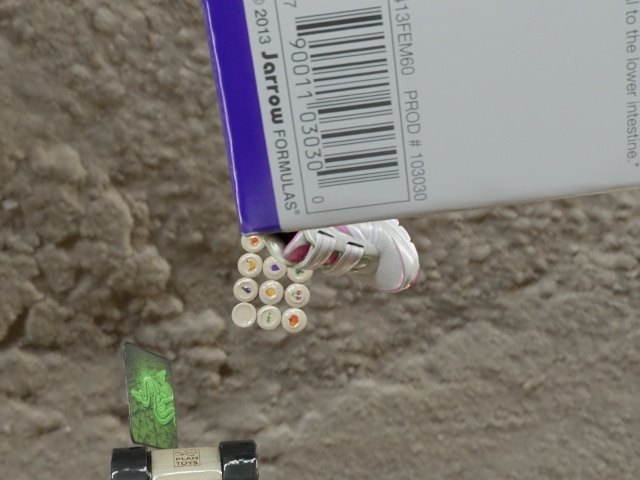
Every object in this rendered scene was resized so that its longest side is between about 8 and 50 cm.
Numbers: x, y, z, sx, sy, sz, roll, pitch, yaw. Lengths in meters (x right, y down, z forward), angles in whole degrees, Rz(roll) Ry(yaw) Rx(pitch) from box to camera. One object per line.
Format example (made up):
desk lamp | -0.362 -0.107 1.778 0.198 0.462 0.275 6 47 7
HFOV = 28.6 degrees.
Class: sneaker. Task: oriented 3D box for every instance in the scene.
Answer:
sneaker | 0.000 0.000 1.525 0.252 0.111 0.103 29 132 -3

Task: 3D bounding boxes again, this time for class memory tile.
memory tile | -0.069 0.058 1.831 0.113 0.012 0.148 7 89 4

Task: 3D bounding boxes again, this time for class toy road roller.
toy road roller | -0.165 0.423 1.623 0.202 0.329 0.241 -3 117 -7

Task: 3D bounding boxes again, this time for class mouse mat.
mouse mat | -0.255 0.239 1.894 0.007 0.153 0.190 -11 163 11

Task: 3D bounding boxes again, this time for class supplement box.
supplement box | 0.079 -0.085 0.376 0.220 0.114 0.111 -6 117 3
